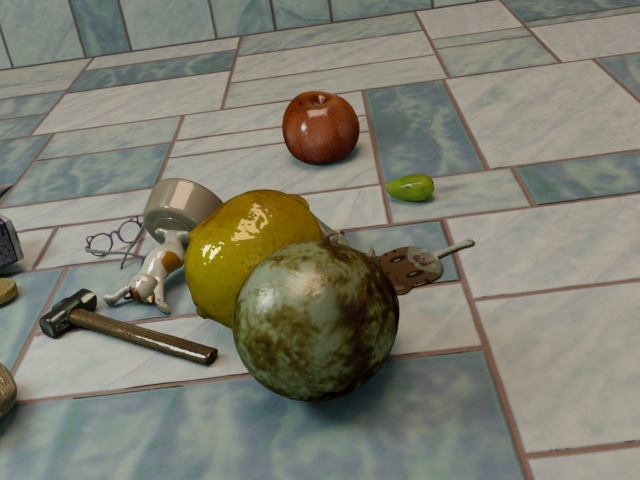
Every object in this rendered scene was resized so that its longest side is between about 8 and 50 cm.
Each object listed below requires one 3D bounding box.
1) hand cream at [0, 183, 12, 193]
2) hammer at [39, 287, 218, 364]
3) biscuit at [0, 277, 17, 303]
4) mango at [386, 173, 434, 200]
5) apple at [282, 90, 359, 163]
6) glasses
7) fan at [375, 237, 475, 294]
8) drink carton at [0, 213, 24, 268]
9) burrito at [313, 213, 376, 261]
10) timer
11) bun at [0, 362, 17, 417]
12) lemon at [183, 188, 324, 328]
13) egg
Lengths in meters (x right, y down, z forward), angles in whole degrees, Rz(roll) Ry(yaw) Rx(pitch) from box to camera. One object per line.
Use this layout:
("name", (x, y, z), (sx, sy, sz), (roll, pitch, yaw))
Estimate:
("hand cream", (-0.872, -0.126, 2.057), (0.084, 0.053, 0.142), (-8, 14, 1))
("hammer", (-0.335, 0.164, 1.397), (0.366, 0.043, 0.111), (12, 34, 29))
("biscuit", (-0.729, 0.109, 1.604), (0.235, 0.030, 0.153), (-2, 30, 12))
("mango", (0.197, -0.116, 1.718), (0.108, 0.056, 0.073), (0, 25, 21))
("apple", (-0.002, -0.289, 1.973), (0.201, 0.162, 0.201), (-7, 27, 4))
("glasses", (-0.418, 0.010, 1.662), (0.140, 0.062, 0.104), (-25, 34, -25))
("fan", (0.198, 0.037, 1.495), (0.227, 0.008, 0.152), (-20, 30, -17))
("drink carton", (-0.760, 0.024, 1.639), (0.222, 0.101, 0.134), (-28, 35, -34))
("burrito", (0.000, 0.000, 1.519), (0.144, 0.089, 0.229), (25, 6, -38))
("timer", (-0.306, 0.027, 1.551), (0.175, 0.175, 0.266), (4, 50, 23))
("bun", (-0.576, 0.243, 1.236), (0.113, 0.167, 0.173), (-54, 23, 8))
("lemon", (-0.112, 0.030, 1.371), (0.234, 0.233, 0.288), (16, 58, 38))
("egg", (0.002, 0.118, 1.183), (0.238, 0.238, 0.290), (13, 11, 34))
